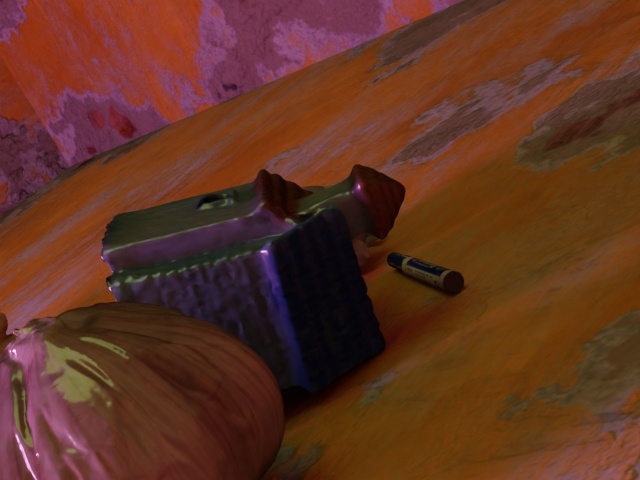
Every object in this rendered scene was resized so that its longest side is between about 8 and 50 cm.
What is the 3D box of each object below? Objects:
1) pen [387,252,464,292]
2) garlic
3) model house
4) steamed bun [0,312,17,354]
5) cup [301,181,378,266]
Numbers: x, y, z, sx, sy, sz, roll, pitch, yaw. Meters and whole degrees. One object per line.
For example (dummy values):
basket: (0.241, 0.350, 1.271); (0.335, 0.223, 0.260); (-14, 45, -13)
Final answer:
pen: (0.117, 0.034, 1.643); (0.025, 0.025, 0.204); (-33, 14, -10)
garlic: (-0.201, 0.189, 1.284); (0.317, 0.259, 0.317); (-24, 13, 6)
model house: (-0.047, 0.043, 1.562); (0.329, 0.251, 0.295); (-23, 13, 2)
steamed bun: (-0.656, 0.241, 2.194); (0.247, 0.189, 0.428); (-26, 13, 49)
cup: (-0.002, 0.008, 1.823); (0.142, 0.173, 0.134); (-22, 48, 25)
